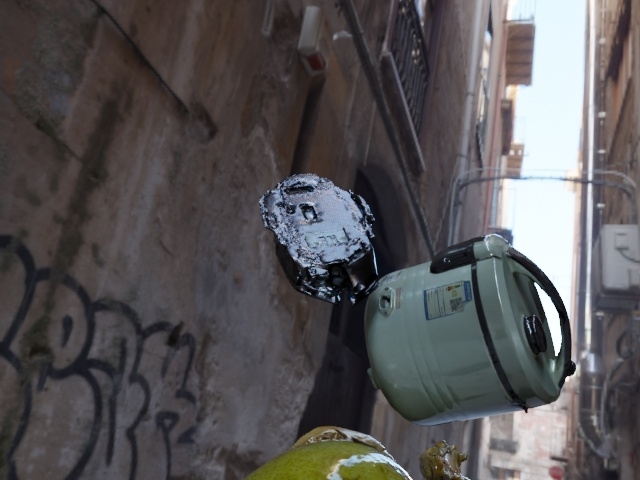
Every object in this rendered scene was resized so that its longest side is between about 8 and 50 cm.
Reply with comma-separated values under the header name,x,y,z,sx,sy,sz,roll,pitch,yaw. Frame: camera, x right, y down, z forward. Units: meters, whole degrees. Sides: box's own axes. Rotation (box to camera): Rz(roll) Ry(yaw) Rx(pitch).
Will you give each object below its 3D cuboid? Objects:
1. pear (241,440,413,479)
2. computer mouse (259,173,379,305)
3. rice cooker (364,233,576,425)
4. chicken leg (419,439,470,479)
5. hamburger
name,x,y,z,sx,sy,sz,roll,pitch,yaw
pear,0.010,0.401,0.775,0.304,0.303,0.304,10,-20,4
computer mouse,0.000,0.000,0.790,0.147,0.241,0.077,-8,-47,-11
rice cooker,0.192,0.116,0.787,0.244,0.226,0.226,-20,-34,30
chicken leg,0.282,0.496,1.283,0.085,0.101,0.207,30,-4,-16
hamburger,0.028,0.430,1.072,0.214,0.213,0.108,12,14,-2
